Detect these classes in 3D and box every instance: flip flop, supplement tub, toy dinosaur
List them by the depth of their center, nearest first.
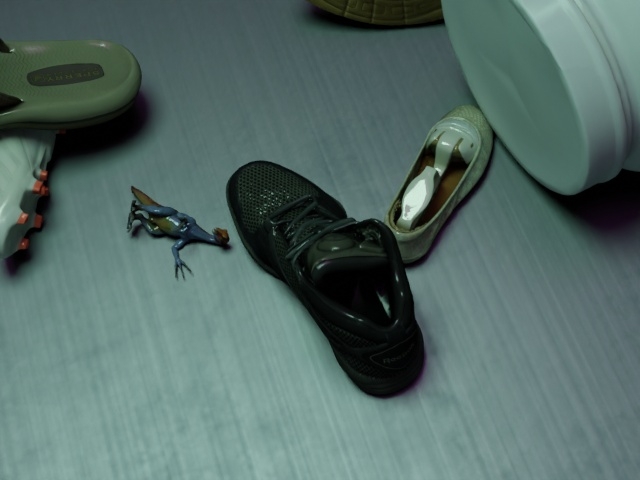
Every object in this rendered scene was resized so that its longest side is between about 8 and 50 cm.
[{"bbox_3d":[0.287,-0.201,0.923,0.331,0.241,0.241,-28,62,-8],"label":"supplement tub"},{"bbox_3d":[-0.276,-0.129,0.945,0.277,0.080,0.112,-10,58,-21],"label":"flip flop"},{"bbox_3d":[-0.115,-0.018,0.973,0.082,0.047,0.090,7,49,-13],"label":"toy dinosaur"}]

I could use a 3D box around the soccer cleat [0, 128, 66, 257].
[{"bbox_3d":[-0.262,-0.068,0.994,0.076,0.068,0.196,10,53,-6],"label":"soccer cleat"}]

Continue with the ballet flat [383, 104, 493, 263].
[{"bbox_3d":[0.099,-0.055,0.969,0.057,0.052,0.168,21,64,15],"label":"ballet flat"}]

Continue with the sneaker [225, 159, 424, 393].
[{"bbox_3d":[0.000,0.000,0.903,0.087,0.130,0.227,-27,60,-13],"label":"sneaker"}]

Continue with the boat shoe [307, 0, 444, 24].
[{"bbox_3d":[0.103,-0.258,1.064,0.277,0.098,0.096,1,55,-8],"label":"boat shoe"}]
